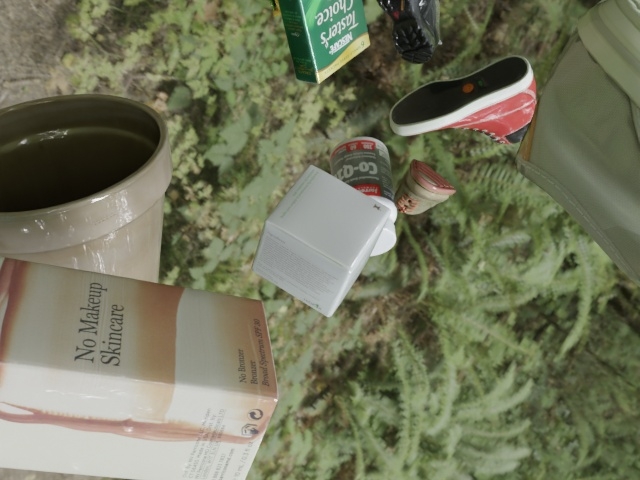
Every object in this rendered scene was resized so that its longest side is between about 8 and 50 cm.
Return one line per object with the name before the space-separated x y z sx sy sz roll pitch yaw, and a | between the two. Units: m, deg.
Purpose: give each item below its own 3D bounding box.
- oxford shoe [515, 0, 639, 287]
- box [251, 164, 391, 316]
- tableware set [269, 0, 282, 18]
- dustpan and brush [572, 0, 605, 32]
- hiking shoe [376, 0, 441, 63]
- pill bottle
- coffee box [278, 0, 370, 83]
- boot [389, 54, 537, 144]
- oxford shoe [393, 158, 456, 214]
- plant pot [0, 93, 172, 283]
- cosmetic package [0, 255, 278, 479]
oxford shoe | 0.283 0.054 0.451 0.130 0.449 0.169 -47 169 35
box | 0.000 0.000 0.806 0.101 0.102 0.087 -54 171 -39
tableware set | -0.105 -0.508 1.525 0.024 0.104 0.154 -16 122 6
dustpan and brush | 0.536 -0.413 1.389 0.211 0.147 0.060 -36 119 23
hiking shoe | 0.146 -0.416 1.313 0.114 0.086 0.227 -51 130 -49
pill bottle | 0.113 -0.114 2.035 0.161 0.283 0.161 -4 148 -2
coffee box | 0.000 -0.293 0.929 0.113 0.040 0.184 -42 135 -34
boot | 0.251 -0.199 1.331 0.244 0.088 0.176 -17 146 16
oxford shoe | 0.239 -0.110 1.878 0.130 0.123 0.348 -51 172 9
plant pot | -0.352 -0.015 1.121 0.323 0.323 0.280 -33 134 -32
cosmetic package | -0.202 0.120 0.722 0.296 0.153 0.129 10 122 -19
